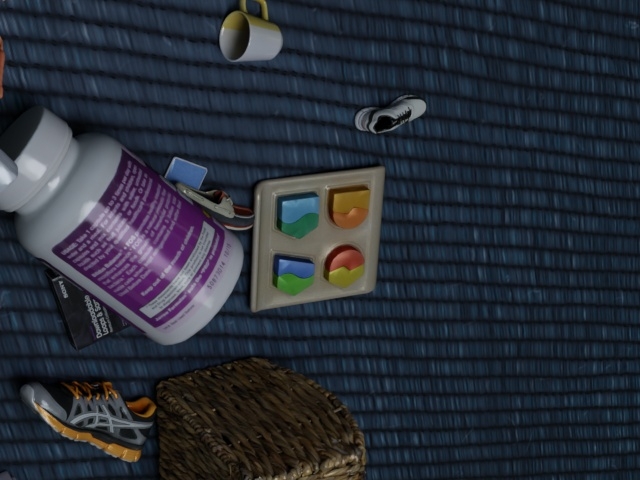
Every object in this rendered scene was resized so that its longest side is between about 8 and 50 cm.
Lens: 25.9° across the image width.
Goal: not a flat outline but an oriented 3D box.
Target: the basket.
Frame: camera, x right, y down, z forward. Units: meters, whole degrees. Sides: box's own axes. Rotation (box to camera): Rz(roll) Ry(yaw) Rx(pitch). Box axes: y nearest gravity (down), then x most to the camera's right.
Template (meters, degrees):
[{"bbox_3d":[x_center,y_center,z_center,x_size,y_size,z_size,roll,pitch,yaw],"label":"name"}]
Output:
[{"bbox_3d":[-0.070,0.318,1.854,0.213,0.299,0.223,-12,117,-28],"label":"basket"}]

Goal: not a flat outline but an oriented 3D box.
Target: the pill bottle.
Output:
[{"bbox_3d":[-0.250,-0.021,1.643,0.301,0.169,0.169,40,89,-27],"label":"pill bottle"}]

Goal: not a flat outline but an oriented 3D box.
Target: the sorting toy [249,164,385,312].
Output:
[{"bbox_3d":[0.000,0.000,1.905,0.208,0.038,0.193,-10,118,-28],"label":"sorting toy"}]

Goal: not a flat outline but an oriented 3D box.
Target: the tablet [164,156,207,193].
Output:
[{"bbox_3d":[-0.183,-0.063,1.780,0.054,0.006,0.083,19,101,-37],"label":"tablet"}]

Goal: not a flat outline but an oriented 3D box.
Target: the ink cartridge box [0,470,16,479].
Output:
[{"bbox_3d":[-0.487,0.448,1.771,0.278,0.117,0.201,-20,122,-23],"label":"ink cartridge box"}]

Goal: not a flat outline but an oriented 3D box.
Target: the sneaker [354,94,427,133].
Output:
[{"bbox_3d":[0.102,-0.166,1.884,0.109,0.044,0.040,-21,120,-24],"label":"sneaker"}]

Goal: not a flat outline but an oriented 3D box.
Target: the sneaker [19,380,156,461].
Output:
[{"bbox_3d":[-0.299,0.216,1.803,0.215,0.084,0.083,32,91,-47],"label":"sneaker"}]

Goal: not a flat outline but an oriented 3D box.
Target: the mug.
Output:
[{"bbox_3d":[-0.079,-0.255,1.718,0.064,0.062,0.078,2,118,-41],"label":"mug"}]

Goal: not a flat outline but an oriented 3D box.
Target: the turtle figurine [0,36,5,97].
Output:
[{"bbox_3d":[-0.399,-0.288,1.451,0.217,0.087,0.269,4,92,-26],"label":"turtle figurine"}]

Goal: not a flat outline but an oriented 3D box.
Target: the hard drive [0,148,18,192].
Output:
[{"bbox_3d":[-0.517,-0.115,1.420,0.233,0.047,0.353,-39,120,6],"label":"hard drive"}]

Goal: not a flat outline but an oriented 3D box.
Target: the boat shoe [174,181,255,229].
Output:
[{"bbox_3d":[-0.137,-0.045,1.788,0.137,0.049,0.043,11,105,-39],"label":"boat shoe"}]

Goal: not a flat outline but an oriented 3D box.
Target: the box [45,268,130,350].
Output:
[{"bbox_3d":[-0.258,0.058,1.778,0.162,0.029,0.116,-25,123,-18],"label":"box"}]
